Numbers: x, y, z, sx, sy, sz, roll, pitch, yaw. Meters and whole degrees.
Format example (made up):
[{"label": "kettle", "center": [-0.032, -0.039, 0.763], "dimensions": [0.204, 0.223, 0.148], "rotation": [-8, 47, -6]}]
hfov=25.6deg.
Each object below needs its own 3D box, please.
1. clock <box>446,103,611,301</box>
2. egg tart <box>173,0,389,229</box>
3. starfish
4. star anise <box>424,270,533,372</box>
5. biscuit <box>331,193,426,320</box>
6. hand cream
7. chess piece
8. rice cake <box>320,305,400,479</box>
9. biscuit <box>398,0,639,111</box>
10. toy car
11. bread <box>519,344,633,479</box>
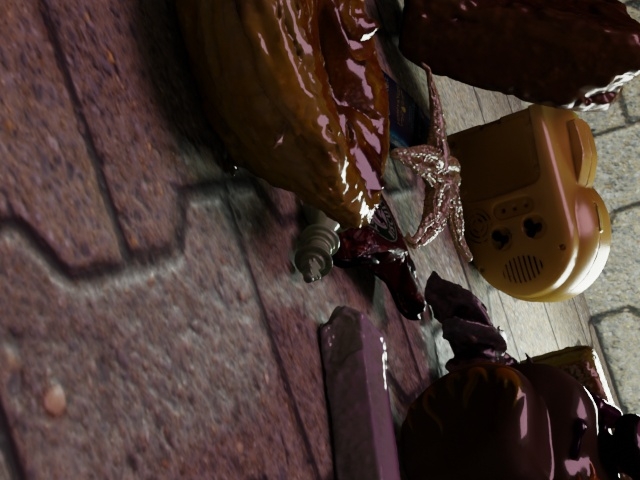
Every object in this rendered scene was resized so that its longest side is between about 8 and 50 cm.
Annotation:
[{"label": "clock", "center": [0.344, -0.053, 2.342], "dimensions": [0.200, 0.244, 0.317], "rotation": [0, 76, -52]}, {"label": "egg tart", "center": [-0.039, -0.172, 1.315], "dimensions": [0.339, 0.153, 0.352], "rotation": [-84, 152, -54]}, {"label": "starfish", "center": [0.157, -0.096, 1.948], "dimensions": [0.231, 0.048, 0.295], "rotation": [-28, 112, -61]}, {"label": "star anise", "center": [0.217, 0.164, 1.879], "dimensions": [0.283, 0.129, 0.212], "rotation": [58, 13, -15]}, {"label": "biscuit", "center": [0.059, -0.002, 1.629], "dimensions": [0.235, 0.063, 0.151], "rotation": [40, 24, -54]}, {"label": "hand cream", "center": [0.087, -0.182, 1.948], "dimensions": [0.270, 0.061, 0.120], "rotation": [34, 46, -54]}, {"label": "chess piece", "center": [0.000, 0.000, 1.451], "dimensions": [0.149, 0.059, 0.059], "rotation": [-73, 142, -53]}, {"label": "rice cake", "center": [0.048, 0.223, 1.355], "dimensions": [0.073, 0.056, 0.365], "rotation": [49, 27, -49]}, {"label": "biscuit", "center": [0.317, -0.340, 2.304], "dimensions": [0.343, 0.395, 0.166], "rotation": [-76, -179, -72]}, {"label": "toy car", "center": [0.223, 0.293, 1.557], "dimensions": [0.240, 0.271, 0.341], "rotation": [30, 42, -41]}, {"label": "bread", "center": [0.351, 0.285, 2.064], "dimensions": [0.110, 0.184, 0.234], "rotation": [-60, 131, -74]}]
